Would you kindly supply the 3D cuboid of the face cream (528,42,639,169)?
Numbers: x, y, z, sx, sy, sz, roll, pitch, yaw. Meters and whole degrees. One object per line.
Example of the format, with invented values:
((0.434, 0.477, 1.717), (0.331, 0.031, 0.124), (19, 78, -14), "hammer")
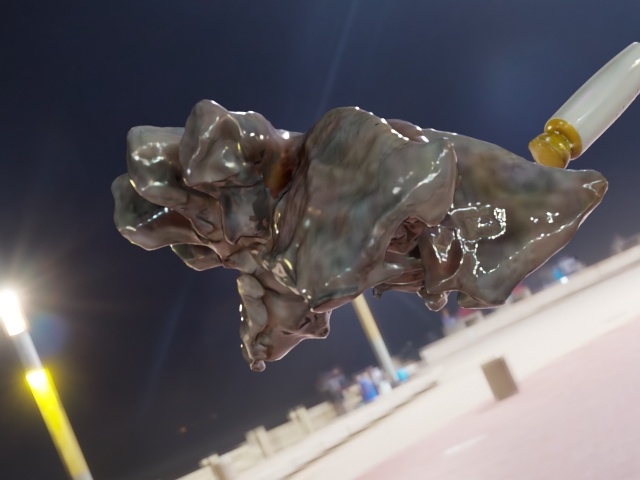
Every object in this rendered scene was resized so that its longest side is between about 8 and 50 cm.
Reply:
((0.300, -0.146, 1.326), (0.182, 0.051, 0.072), (-44, -19, -21), "face cream")

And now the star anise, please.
((0.003, -0.001, 0.582), (0.198, 0.110, 0.258), (20, -21, -37), "star anise")
